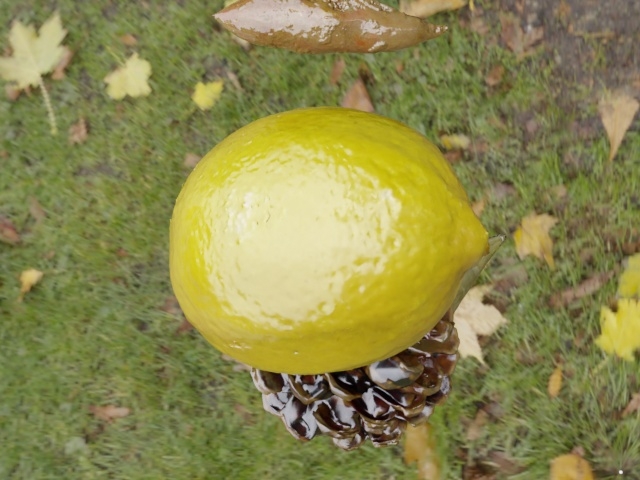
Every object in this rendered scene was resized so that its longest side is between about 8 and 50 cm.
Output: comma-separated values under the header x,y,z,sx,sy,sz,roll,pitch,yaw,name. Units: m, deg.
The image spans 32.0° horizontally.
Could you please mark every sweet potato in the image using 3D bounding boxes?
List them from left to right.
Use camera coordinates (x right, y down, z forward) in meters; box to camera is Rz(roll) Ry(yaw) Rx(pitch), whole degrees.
x,y,z,sx,sy,sz,roll,pitch,yaw,name
0.010,-0.192,0.968,0.206,0.060,0.068,8,99,-6,sweet potato

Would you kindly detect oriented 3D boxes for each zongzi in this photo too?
x,y,z,sx,sy,sz,roll,pitch,yaw,name
0.202,0.077,1.706,0.176,0.160,0.078,-15,36,-15,zongzi

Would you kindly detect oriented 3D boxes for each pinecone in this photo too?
x,y,z,sx,sy,sz,roll,pitch,yaw,name
0.040,0.106,1.262,0.244,0.257,0.243,5,47,-5,pinecone

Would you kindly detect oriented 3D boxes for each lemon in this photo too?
x,y,z,sx,sy,sz,roll,pitch,yaw,name
-0.004,0.000,0.943,0.263,0.236,0.236,-31,73,12,lemon
